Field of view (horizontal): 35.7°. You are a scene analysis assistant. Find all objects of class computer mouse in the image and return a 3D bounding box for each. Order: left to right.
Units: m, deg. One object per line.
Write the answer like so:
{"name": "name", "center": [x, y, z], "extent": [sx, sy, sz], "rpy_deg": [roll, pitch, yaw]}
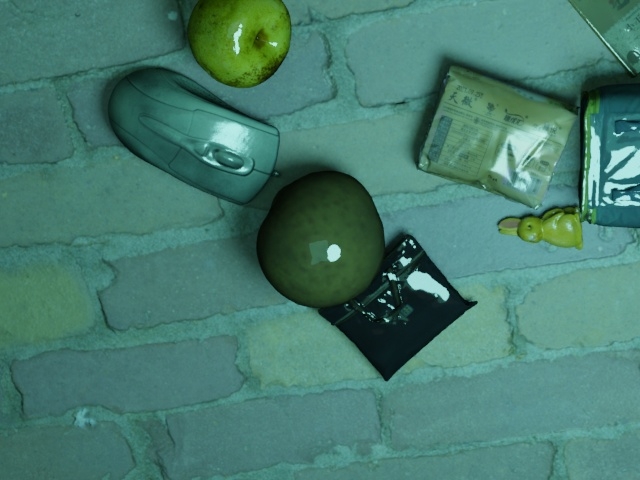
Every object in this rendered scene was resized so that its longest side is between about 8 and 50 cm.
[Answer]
{"name": "computer mouse", "center": [-0.248, -0.200, 1.940], "extent": [0.371, 0.122, 0.188], "rpy_deg": [25, 107, -3]}

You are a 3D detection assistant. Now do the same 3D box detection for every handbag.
{"name": "handbag", "center": [0.151, 0.135, 1.989], "extent": [0.254, 0.088, 0.211], "rpy_deg": [-43, 102, 15]}
{"name": "handbag", "center": [0.589, -0.151, 1.789], "extent": [0.241, 0.222, 0.263], "rpy_deg": [3, 104, 11]}

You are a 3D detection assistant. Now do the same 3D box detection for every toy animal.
{"name": "toy animal", "center": [0.425, -0.018, 1.925], "extent": [0.159, 0.070, 0.083], "rpy_deg": [-4, 106, 13]}

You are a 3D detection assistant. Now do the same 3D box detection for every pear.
{"name": "pear", "center": [-0.156, -0.385, 1.844], "extent": [0.197, 0.197, 0.197], "rpy_deg": [2, 105, 7]}

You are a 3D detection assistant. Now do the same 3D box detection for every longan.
{"name": "longan", "center": [0.000, 0.000, 1.893], "extent": [0.258, 0.258, 0.258], "rpy_deg": [2, 105, 7]}

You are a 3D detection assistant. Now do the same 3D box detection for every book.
{"name": "book", "center": [0.567, -0.416, 1.823], "extent": [0.138, 0.016, 0.198], "rpy_deg": [-40, 96, 15]}

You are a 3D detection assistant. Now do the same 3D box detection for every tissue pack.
{"name": "tissue pack", "center": [0.326, -0.189, 1.862], "extent": [0.257, 0.123, 0.215], "rpy_deg": [19, 104, 1]}
